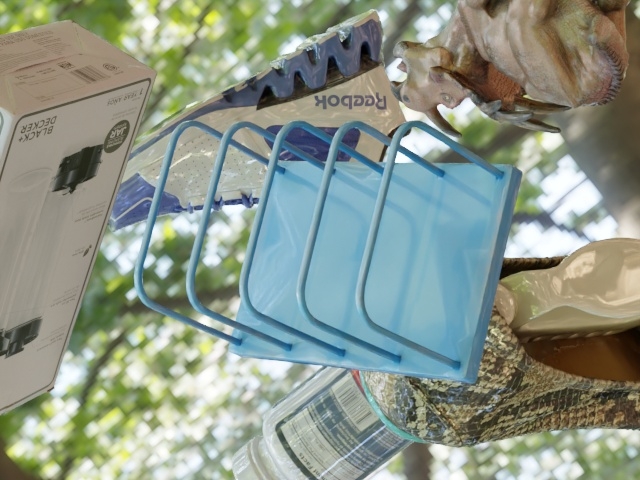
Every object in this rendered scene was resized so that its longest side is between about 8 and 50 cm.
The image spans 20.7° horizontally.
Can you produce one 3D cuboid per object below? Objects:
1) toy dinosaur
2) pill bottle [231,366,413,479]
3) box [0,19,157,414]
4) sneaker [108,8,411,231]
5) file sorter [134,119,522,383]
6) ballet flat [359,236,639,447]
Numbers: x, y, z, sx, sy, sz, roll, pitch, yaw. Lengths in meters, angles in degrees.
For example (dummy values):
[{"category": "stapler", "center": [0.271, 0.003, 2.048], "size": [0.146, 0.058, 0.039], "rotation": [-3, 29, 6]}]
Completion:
[{"category": "toy dinosaur", "center": [0.172, -0.151, 1.358], "size": [0.127, 0.200, 0.296], "rotation": [-12, -157, -21]}, {"category": "pill bottle", "center": [0.010, 0.178, 1.626], "size": [0.108, 0.180, 0.108], "rotation": [45, -161, -19]}, {"category": "box", "center": [-0.236, -0.002, 1.259], "size": [0.087, 0.290, 0.169], "rotation": [31, -151, 20]}, {"category": "sneaker", "center": [-0.043, -0.064, 1.625], "size": [0.182, 0.315, 0.127], "rotation": [61, 175, -7]}, {"category": "file sorter", "center": [0.000, 0.000, 0.938], "size": [0.104, 0.170, 0.118], "rotation": [27, -108, -47]}, {"category": "ballet flat", "center": [0.238, 0.066, 1.369], "size": [0.483, 0.182, 0.164], "rotation": [0, -125, -46]}]
